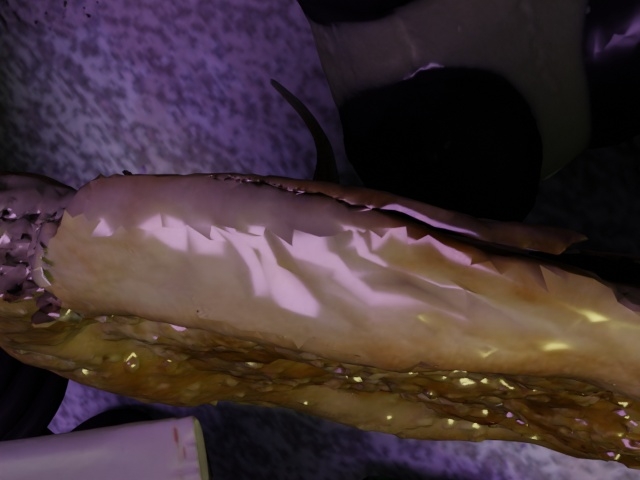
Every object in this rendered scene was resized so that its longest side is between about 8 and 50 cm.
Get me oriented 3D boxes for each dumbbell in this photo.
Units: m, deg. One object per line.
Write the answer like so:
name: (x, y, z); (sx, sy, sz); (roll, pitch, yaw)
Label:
dumbbell: (-0.149, 0.109, 0.878); (0.099, 0.099, 0.208); (-10, 136, 39)

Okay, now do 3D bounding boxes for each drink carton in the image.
drink carton: (-0.107, 0.166, 0.754); (0.222, 0.134, 0.102); (89, 171, -66)

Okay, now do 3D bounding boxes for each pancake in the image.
pancake: (0.042, 0.038, 0.581); (0.382, 0.382, 0.071); (5, 80, 33)

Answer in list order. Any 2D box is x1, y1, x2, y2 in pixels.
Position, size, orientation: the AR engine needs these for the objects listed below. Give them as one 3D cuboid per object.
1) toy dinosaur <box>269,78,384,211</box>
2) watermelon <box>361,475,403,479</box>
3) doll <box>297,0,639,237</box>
toy dinosaur: (0.013, 0.004, 0.762); (0.058, 0.037, 0.180); (11, 123, 24)
watermelon: (0.107, 0.317, 0.767); (0.292, 0.222, 0.319); (13, 123, 34)
doll: (0.044, -0.113, 0.599); (0.135, 0.143, 0.234); (29, 146, 56)
